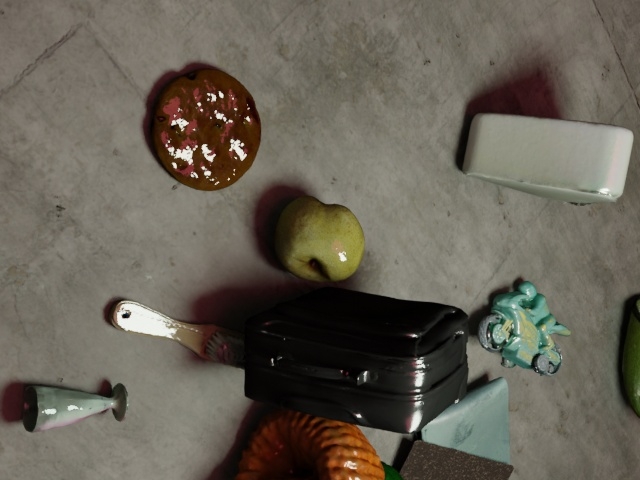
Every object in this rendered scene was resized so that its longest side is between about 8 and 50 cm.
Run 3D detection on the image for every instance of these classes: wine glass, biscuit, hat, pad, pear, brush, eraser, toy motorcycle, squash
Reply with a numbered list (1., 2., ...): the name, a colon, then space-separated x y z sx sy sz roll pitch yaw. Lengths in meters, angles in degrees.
1. wine glass: -0.390 0.266 1.348 0.155 0.073 0.073 4 96 -35
2. biscuit: -0.189 -0.185 1.429 0.212 0.036 0.212 -8 104 -35
3. hat: 0.026 0.496 1.595 0.285 0.285 0.400 -54 135 -15
4. pad: 0.283 0.571 1.886 0.330 0.004 0.220 23 95 -33
5. pear: 0.000 0.000 1.522 0.167 0.167 0.137 48 44 -32
6. brush: -0.213 0.173 1.466 0.327 0.065 0.070 24 87 -35
7. eraser: 0.507 -0.167 1.764 0.331 0.331 0.150 12 91 -36
8. toy motorcycle: 0.473 0.201 1.946 0.296 0.109 0.198 31 70 -33
9. squash: 0.929 0.341 2.205 0.310 0.310 0.309 -8 120 -34

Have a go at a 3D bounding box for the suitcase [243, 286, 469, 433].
1. suitcase: 0.065 0.203 1.456 0.339 0.345 0.188 -16 112 -62

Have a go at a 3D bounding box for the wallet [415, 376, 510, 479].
1. wallet: 0.329 0.473 1.915 0.251 0.054 0.291 -19 116 -26
